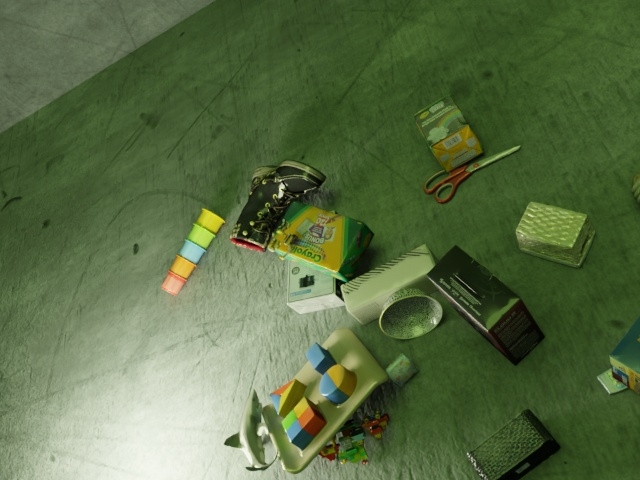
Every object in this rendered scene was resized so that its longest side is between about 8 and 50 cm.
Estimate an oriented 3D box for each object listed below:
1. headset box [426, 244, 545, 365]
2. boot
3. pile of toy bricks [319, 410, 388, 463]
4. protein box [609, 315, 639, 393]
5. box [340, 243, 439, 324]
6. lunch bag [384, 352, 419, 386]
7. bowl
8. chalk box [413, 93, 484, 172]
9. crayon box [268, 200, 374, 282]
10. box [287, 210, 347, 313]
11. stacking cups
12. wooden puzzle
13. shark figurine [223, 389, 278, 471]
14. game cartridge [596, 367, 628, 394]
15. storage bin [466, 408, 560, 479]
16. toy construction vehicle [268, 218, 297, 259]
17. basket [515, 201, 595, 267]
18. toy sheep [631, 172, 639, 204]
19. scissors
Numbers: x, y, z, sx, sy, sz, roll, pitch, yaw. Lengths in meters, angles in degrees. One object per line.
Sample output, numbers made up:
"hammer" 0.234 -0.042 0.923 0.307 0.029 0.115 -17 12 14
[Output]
"headset box" 0.394 0.152 1.553 0.110 0.293 0.218 -45 51 1
"boot" -0.150 -0.109 2.104 0.377 0.138 0.284 4 67 53
"pile of toy bricks" 0.087 0.528 1.665 0.212 0.118 0.105 -22 89 8
"protein box" 0.760 0.245 1.365 0.201 0.136 0.200 -49 51 -7
"box" 0.204 0.125 1.805 0.275 0.113 0.094 -27 52 14
"lunch bag" 0.209 0.336 1.697 0.071 0.083 0.053 -45 50 3
"bowl" 0.234 0.179 1.730 0.170 0.170 0.080 -28 40 15
"chalk box" 0.376 -0.335 1.944 0.132 0.132 0.213 -30 44 15
"crayon box" 0.000 0.000 1.905 0.278 0.081 0.165 19 75 37
"box" -0.010 0.066 1.985 0.169 0.087 0.290 -13 57 25
"stacking cups" -0.454 0.044 2.281 0.096 0.096 0.316 25 83 39
"wooden puzzle" -0.013 0.400 1.720 0.348 0.080 0.322 -45 23 0
"shark figurine" -0.198 0.552 1.733 0.278 0.116 0.166 -116 34 -60
"game cartridge" 0.680 0.312 1.467 0.083 0.017 0.056 -35 55 10
"storage bin" 0.434 0.476 1.453 0.180 0.122 0.084 -40 50 6
"toy construction vehicle" -0.103 0.000 1.860 0.035 0.086 0.098 26 79 32
"basket" 0.595 -0.019 1.650 0.167 0.103 0.113 19 74 38
"toy sheep" 0.817 -0.116 1.585 0.091 0.091 0.132 -38 56 8
"scissors" 0.440 -0.219 1.914 0.297 0.021 0.109 -37 49 10
